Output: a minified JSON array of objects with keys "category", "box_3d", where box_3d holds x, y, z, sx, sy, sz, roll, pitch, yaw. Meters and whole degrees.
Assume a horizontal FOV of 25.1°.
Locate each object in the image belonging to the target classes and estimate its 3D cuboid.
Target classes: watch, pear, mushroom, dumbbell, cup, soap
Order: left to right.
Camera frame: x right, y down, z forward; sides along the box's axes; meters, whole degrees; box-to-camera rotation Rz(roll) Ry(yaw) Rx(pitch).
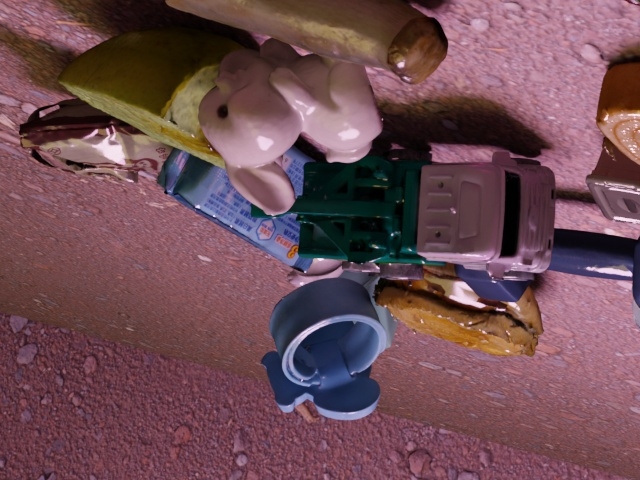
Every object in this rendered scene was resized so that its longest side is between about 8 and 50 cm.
[{"category":"pear","box_3d":[-0.185,-0.184,1.727,0.239,0.139,0.288,13,171,30]},{"category":"soap","box_3d":[-0.088,-0.076,1.944,0.077,0.156,0.293,29,176,42]},{"category":"mushroom","box_3d":[-0.019,-0.238,1.471,0.312,0.081,0.100,19,162,13]},{"category":"watch","box_3d":[0.002,0.158,2.242,0.211,0.211,0.193,13,138,17]},{"category":"cup","box_3d":[0.061,0.088,2.424,0.134,0.148,0.236,11,156,11]},{"category":"dumbbell","box_3d":[0.335,0.017,1.821,0.325,0.144,0.160,9,164,32]}]

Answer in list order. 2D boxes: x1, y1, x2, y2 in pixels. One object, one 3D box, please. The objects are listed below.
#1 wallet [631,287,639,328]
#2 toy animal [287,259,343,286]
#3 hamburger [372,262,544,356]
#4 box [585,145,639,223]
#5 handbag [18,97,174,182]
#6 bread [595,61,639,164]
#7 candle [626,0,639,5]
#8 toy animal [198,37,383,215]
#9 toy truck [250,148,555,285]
[{"category":"wallet","box_3d":[0.514,0.118,1.994,0.176,0.075,0.250,40,175,21]},{"category":"toy animal","box_3d":[0.000,0.002,2.202,0.131,0.104,0.221,-9,168,-11]},{"category":"hamburger","box_3d":[0.218,0.084,2.217,0.265,0.134,0.285,12,170,14]},{"category":"box","box_3d":[0.363,-0.066,1.652,0.089,0.062,0.122,10,164,27]},{"category":"handbag","box_3d":[-0.277,-0.141,1.982,0.235,0.127,0.213,-4,179,1]},{"category":"bread","box_3d":[0.348,-0.120,1.459,0.122,0.073,0.149,-1,156,44]},{"category":"candle","box_3d":[0.158,-0.273,1.177,0.301,0.059,0.084,22,155,-12]},{"category":"toy animal","box_3d":[-0.028,-0.136,1.590,0.193,0.127,0.178,-26,130,4]},{"category":"toy truck","box_3d":[0.104,-0.031,1.778,0.363,0.176,0.178,3,179,35]}]
